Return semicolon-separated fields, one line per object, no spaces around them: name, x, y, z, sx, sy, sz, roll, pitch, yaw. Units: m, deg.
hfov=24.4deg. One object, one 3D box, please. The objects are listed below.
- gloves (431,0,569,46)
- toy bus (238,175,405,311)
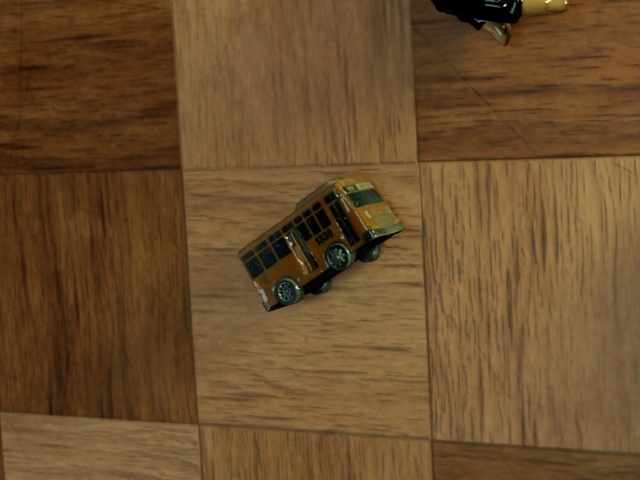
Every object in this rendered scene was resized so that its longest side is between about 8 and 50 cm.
gloves;0.182;-0.303;1.626;0.203;0.124;0.164;30;128;30
toy bus;0.000;0.000;1.768;0.182;0.091;0.103;-35;80;29
